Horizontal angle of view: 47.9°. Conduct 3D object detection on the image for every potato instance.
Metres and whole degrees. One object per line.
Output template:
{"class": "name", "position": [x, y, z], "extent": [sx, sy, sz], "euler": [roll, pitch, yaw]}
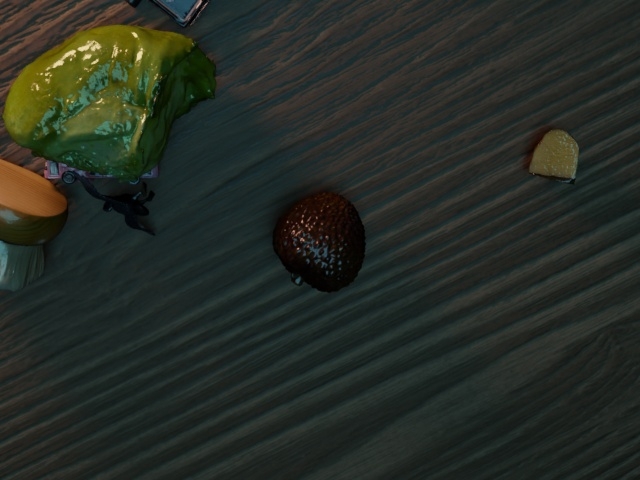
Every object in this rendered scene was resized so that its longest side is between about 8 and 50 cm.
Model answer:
{"class": "potato", "position": [0.478, -0.175, 1.448], "extent": [0.096, 0.066, 0.103], "euler": [17, 112, 11]}

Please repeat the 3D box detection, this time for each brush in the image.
{"class": "brush", "position": [-0.592, -0.048, 1.270], "extent": [0.266, 0.174, 0.166], "euler": [31, 111, -10]}

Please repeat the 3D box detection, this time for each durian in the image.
{"class": "durian", "position": [-0.353, -0.238, 1.205], "extent": [0.339, 0.204, 0.256], "euler": [9, 69, -7]}

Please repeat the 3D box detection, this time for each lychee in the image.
{"class": "lychee", "position": [-0.001, 0.006, 1.377], "extent": [0.194, 0.194, 0.195], "euler": [-3, 110, -8]}

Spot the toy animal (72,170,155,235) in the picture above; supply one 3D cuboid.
{"class": "toy animal", "position": [-0.354, -0.065, 1.310], "extent": [0.107, 0.062, 0.220], "euler": [-11, 145, 21]}

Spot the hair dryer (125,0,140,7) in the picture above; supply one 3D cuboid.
{"class": "hair dryer", "position": [-0.339, -0.446, 1.241], "extent": [0.083, 0.026, 0.047], "euler": [40, 98, -16]}

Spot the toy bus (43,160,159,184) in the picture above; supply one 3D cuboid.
{"class": "toy bus", "position": [-0.398, -0.150, 1.315], "extent": [0.203, 0.063, 0.090], "euler": [-2, 108, -10]}

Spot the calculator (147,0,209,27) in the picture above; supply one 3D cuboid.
{"class": "calculator", "position": [-0.213, -0.517, 1.222], "extent": [0.165, 0.028, 0.274], "euler": [35, 94, -19]}
